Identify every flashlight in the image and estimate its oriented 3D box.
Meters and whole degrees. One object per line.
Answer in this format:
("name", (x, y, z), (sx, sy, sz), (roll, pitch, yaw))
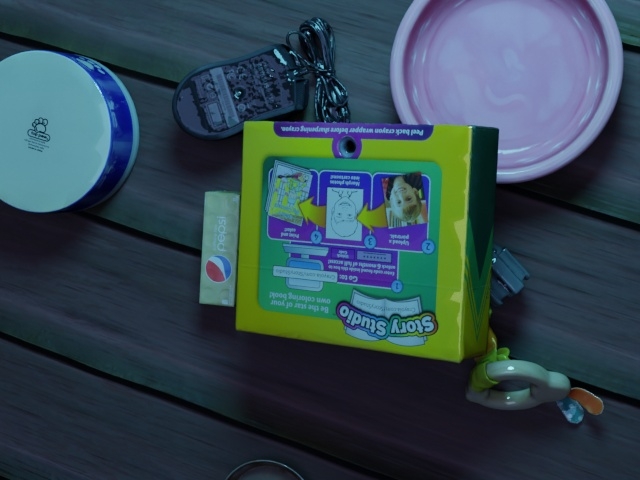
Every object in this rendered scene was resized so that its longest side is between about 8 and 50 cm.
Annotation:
("flashlight", (0.181, -0.032, 1.483), (0.304, 0.103, 0.103), (48, 128, 1))

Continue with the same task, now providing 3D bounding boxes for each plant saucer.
("plant saucer", (-0.085, 0.439, 1.616), (0.168, 0.029, 0.169), (1, 95, 14))
("plant saucer", (0.270, -0.250, 1.447), (0.332, 0.084, 0.332), (1, 95, 13))

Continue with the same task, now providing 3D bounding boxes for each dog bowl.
("dog bowl", (-0.438, -0.176, 1.613), (0.264, 0.104, 0.265), (1, 95, 13))

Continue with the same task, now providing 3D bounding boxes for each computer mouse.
("computer mouse", (-0.096, -0.227, 1.550), (0.272, 0.072, 0.189), (-14, 89, 2))

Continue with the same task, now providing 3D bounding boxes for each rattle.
("rattle", (0.320, 0.191, 1.498), (0.199, 0.143, 0.130), (3, 128, -1))

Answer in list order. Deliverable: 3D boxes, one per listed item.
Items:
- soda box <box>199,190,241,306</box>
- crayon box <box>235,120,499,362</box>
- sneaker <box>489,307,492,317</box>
("soda box", (-0.153, 0.012, 1.583), (0.061, 0.058, 0.181), (5, 96, 13))
("crayon box", (0.059, -0.008, 1.395), (0.362, 0.106, 0.313), (5, 96, 30))
("sneaker", (0.110, 0.087, 1.487), (0.295, 0.109, 0.124), (3, 90, 23))
